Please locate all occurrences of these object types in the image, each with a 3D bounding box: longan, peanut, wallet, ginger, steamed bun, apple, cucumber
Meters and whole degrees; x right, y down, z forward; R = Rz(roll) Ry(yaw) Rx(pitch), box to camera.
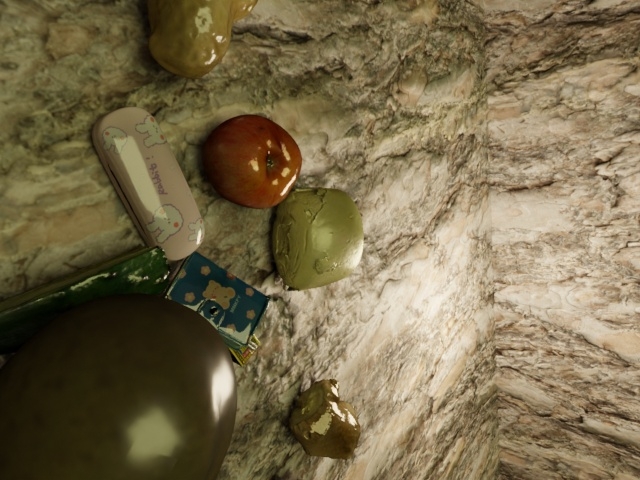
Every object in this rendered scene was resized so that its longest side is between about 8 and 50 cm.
[{"bbox_3d":[-0.285,0.249,0.610,0.361,0.361,0.360,-8,100,-49],"label":"longan"},{"bbox_3d":[-0.211,-0.483,0.832,0.192,0.170,0.386,33,73,-51],"label":"peanut"},{"bbox_3d":[-0.214,0.127,0.916,0.202,0.059,0.141,35,62,-18],"label":"wallet"},{"bbox_3d":[0.024,0.503,1.254,0.276,0.130,0.221,16,73,-55],"label":"ginger"},{"bbox_3d":[0.000,0.000,1.132,0.232,0.166,0.272,-4,97,-51],"label":"steamed bun"},{"bbox_3d":[-0.141,-0.165,0.950,0.210,0.164,0.209,-9,103,-46],"label":"apple"},{"bbox_3d":[-0.399,0.106,0.713,0.326,0.145,0.105,-26,107,-40],"label":"cucumber"}]

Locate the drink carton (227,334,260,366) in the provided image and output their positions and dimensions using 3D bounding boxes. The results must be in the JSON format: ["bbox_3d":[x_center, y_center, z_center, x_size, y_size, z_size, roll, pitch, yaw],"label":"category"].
[{"bbox_3d":[-0.204,0.203,1.004,0.071,0.056,0.165,-47,127,-30],"label":"drink carton"}]

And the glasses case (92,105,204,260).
[{"bbox_3d":[-0.312,-0.099,0.826,0.113,0.075,0.296,-41,123,-37],"label":"glasses case"}]
